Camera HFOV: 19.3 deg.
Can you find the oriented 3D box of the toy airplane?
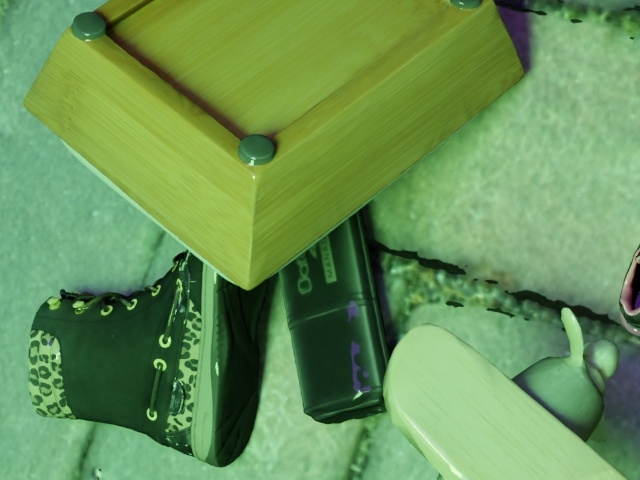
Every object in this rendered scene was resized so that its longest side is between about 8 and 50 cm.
[{"bbox_3d":[0.242,0.225,1.138,0.384,0.272,0.386,-6,82,8],"label":"toy airplane"}]

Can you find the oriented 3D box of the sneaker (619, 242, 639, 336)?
[{"bbox_3d":[0.237,0.007,1.305,0.047,0.057,0.119,18,85,27],"label":"sneaker"}]

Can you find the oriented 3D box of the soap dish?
[{"bbox_3d":[-0.029,-0.124,1.340,0.229,0.118,0.291,38,59,23],"label":"soap dish"}]

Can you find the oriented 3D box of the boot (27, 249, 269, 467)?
[{"bbox_3d":[-0.133,0.043,1.422,0.178,0.085,0.236,8,99,26],"label":"boot"}]

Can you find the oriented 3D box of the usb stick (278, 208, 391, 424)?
[{"bbox_3d":[0.000,0.000,1.415,0.077,0.045,0.278,-19,72,26],"label":"usb stick"}]
